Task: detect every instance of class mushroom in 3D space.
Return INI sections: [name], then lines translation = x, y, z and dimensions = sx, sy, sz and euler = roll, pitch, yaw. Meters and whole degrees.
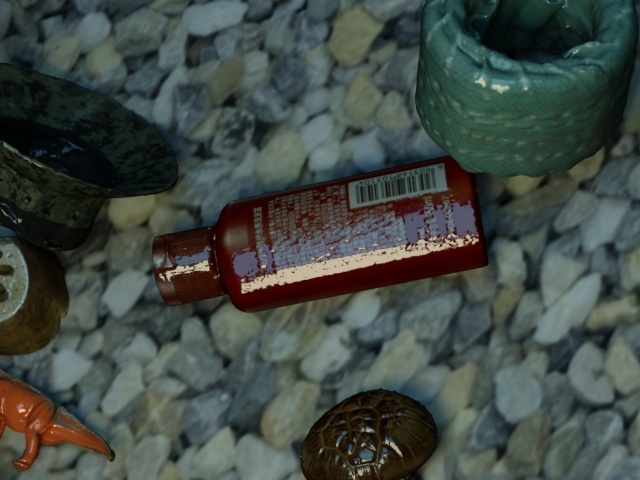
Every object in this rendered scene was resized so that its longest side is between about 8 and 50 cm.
[mushroom]
translation = 0.043, 0.184, 1.778
dimensions = 0.126, 0.085, 0.109
euler = -32, 64, -7

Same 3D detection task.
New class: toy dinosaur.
[toy dinosaur]
translation = -0.305, 0.164, 1.889
dimensions = 0.280, 0.055, 0.101
euler = 18, 64, 21

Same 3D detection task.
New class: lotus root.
[lotus root]
translation = -0.313, 0.052, 1.927
dimensions = 0.122, 0.081, 0.112
euler = 4, 76, 15

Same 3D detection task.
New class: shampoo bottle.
[shampoo bottle]
translation = 0.001, 0.000, 1.869
dimensions = 0.314, 0.076, 0.118
euler = -12, 66, 8

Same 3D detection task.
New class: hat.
[hat]
translation = -0.268, -0.063, 1.905
dimensions = 0.265, 0.265, 0.128
euler = 32, 107, 23

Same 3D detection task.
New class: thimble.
[thimble]
translation = 0.197, -0.171, 1.828
dimensions = 0.198, 0.143, 0.235
euler = 37, 59, 26
